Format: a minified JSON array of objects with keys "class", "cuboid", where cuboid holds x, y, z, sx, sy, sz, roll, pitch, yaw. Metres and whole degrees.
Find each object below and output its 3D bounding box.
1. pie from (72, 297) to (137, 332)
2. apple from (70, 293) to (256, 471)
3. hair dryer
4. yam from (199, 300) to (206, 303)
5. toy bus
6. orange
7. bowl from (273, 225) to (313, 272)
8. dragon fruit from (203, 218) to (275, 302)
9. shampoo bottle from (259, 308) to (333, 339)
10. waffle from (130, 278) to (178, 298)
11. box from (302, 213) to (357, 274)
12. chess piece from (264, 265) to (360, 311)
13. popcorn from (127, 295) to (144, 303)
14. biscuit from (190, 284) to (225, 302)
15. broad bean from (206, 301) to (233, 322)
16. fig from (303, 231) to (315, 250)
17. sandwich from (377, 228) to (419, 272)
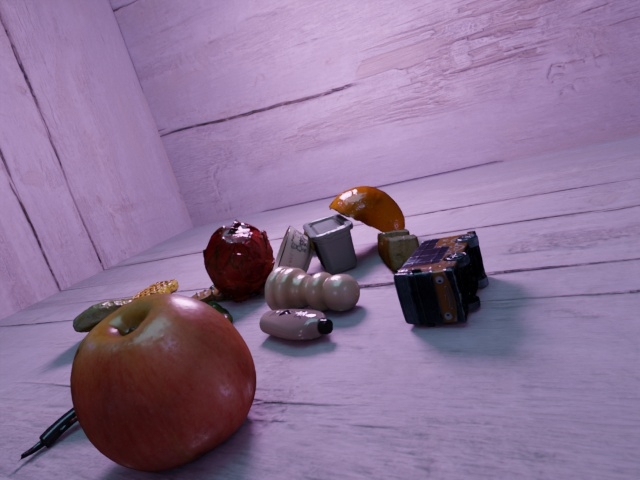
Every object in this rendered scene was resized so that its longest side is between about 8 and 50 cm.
[{"class":"pie","cuboid":[-0.862,0.304,1.966,0.324,0.070,0.323,-23,-9,-4]},{"class":"apple","cuboid":[-0.332,0.286,1.019,0.365,0.363,0.364,-16,13,4]},{"class":"hair dryer","cuboid":[-0.627,0.476,1.219,0.236,0.091,0.272,11,41,43]},{"class":"yam","cuboid":[-0.522,0.309,1.714,0.071,0.067,0.317,-24,6,33]},{"class":"toy bus","cuboid":[0.340,0.099,1.315,0.194,0.161,0.323,-10,13,30]},{"class":"orange","cuboid":[0.195,-0.105,1.994,0.311,0.273,0.274,-6,14,3]},{"class":"bowl","cuboid":[-0.108,0.070,1.916,0.127,0.237,0.237,19,9,-10]},{"class":"dragon fruit","cuboid":[-0.321,0.080,1.898,0.296,0.301,0.295,3,39,-2]},{"class":"shampoo bottle","cuboid":[-0.068,0.245,1.388,0.257,0.078,0.127,-3,18,42]},{"class":"waffle","cuboid":[-0.809,0.258,2.291,0.161,0.055,0.211,-12,14,25]},{"class":"box","cuboid":[0.048,0.014,1.956,0.176,0.182,0.312,-19,13,-5]},{"class":"chess piece","cuboid":[-0.017,0.161,1.526,0.300,0.166,0.167,-3,19,34]},{"class":"popcorn","cuboid":[-0.646,0.291,1.744,0.170,0.180,0.180,-48,6,16]},{"class":"biscuit","cuboid":[-0.422,0.208,2.050,0.302,0.048,0.197,-21,12,-14]},{"class":"broad bean","cuboid":[-0.360,0.267,1.712,0.065,0.046,0.255,19,0,-29]},{"class":"fig","cuboid":[-0.001,0.004,2.235,0.148,0.186,0.142,-9,-32,-5]},{"class":"sandwich","cuboid":[0.277,0.024,1.767,0.122,0.128,0.235,-10,13,-7]}]
